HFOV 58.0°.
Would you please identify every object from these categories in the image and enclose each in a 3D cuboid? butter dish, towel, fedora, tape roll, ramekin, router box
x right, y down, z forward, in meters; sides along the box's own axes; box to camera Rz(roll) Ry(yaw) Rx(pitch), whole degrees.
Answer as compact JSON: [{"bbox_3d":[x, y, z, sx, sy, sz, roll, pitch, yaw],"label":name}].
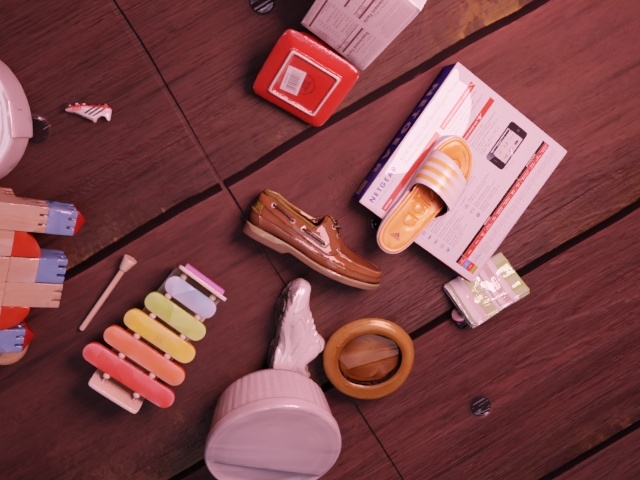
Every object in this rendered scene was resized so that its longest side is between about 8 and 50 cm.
[{"bbox_3d":[-0.023,-0.327,1.098,0.159,0.118,0.160,26,137,-17],"label":"butter dish"},{"bbox_3d":[0.358,0.104,1.244,0.152,0.023,0.113,-30,70,-4],"label":"towel"},{"bbox_3d":[0.101,0.243,1.234,0.194,0.079,0.195,0,102,-2],"label":"fedora"},{"bbox_3d":[-0.679,-0.223,1.030,0.285,0.100,0.287,-1,100,-8],"label":"tape roll"},{"bbox_3d":[-0.098,0.380,1.172,0.272,0.127,0.273,-4,124,-6],"label":"ramekin"},{"bbox_3d":[0.284,-0.136,1.187,0.301,0.082,0.336,35,94,-12],"label":"router box"}]

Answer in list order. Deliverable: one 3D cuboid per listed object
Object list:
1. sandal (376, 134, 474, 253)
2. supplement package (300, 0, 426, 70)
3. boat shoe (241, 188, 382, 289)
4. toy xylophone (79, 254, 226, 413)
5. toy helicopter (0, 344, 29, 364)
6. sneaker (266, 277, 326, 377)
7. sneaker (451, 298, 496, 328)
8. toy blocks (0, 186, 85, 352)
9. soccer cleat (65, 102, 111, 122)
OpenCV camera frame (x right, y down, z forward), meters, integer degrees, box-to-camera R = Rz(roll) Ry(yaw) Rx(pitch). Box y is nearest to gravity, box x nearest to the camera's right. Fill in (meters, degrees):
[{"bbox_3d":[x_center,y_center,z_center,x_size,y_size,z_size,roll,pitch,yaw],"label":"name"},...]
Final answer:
[{"bbox_3d":[0.212,-0.077,1.106,0.102,0.076,0.265,35,94,-12],"label":"sandal"},{"bbox_3d":[0.117,-0.470,0.993,0.145,0.204,0.262,34,68,-13],"label":"supplement package"},{"bbox_3d":[0.000,0.000,1.158,0.307,0.111,0.105,25,97,-12],"label":"boat shoe"},{"bbox_3d":[-0.348,0.176,1.158,0.236,0.081,0.323,30,95,-12],"label":"toy xylophone"},{"bbox_3d":[-0.730,0.279,1.105,0.354,0.140,0.235,-27,97,-15],"label":"toy helicopter"},{"bbox_3d":[-0.040,0.188,1.210,0.115,0.090,0.232,8,108,-16],"label":"sneaker"},{"bbox_3d":[0.348,0.155,1.276,0.119,0.047,0.057,-28,125,-1],"label":"sneaker"},{"bbox_3d":[-0.586,0.054,1.035,0.260,0.190,0.382,7,107,-39],"label":"toy blocks"},{"bbox_3d":[-0.440,-0.242,1.095,0.083,0.029,0.036,-3,97,-12],"label":"soccer cleat"}]
